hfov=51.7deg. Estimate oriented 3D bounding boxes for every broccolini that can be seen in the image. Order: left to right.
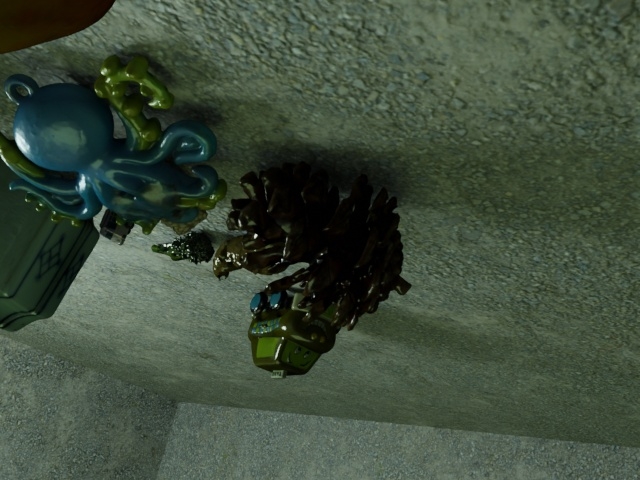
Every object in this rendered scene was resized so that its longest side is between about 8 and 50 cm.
[{"bbox_3d":[-0.302,0.028,1.418,0.091,0.068,0.203,7,166,-40],"label":"broccolini"}]

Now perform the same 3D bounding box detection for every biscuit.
[{"bbox_3d":[-0.265,-0.078,1.146,0.070,0.082,0.168,42,173,33],"label":"biscuit"}]

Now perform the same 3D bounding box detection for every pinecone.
[{"bbox_3d":[0.000,0.000,0.996,0.309,0.244,0.244,26,157,5],"label":"pinecone"}]

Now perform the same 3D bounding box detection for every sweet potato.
[{"bbox_3d":[-0.115,0.017,1.260,0.124,0.098,0.310,28,150,-15],"label":"sweet potato"}]

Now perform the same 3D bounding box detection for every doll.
[{"bbox_3d":[-0.313,-0.133,0.987,0.346,0.098,0.341,-24,134,29],"label":"doll"}]

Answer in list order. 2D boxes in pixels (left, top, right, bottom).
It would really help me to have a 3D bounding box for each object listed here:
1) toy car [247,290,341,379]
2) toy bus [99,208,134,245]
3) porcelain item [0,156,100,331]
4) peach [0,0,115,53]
[{"bbox_3d":[-0.074,0.243,1.615,0.204,0.198,0.248,29,151,-31],"label":"toy car"},{"bbox_3d":[-0.373,-0.048,1.234,0.058,0.102,0.052,24,154,-18],"label":"toy bus"},{"bbox_3d":[-0.566,0.001,1.177,0.281,0.285,0.157,18,161,19],"label":"porcelain item"},{"bbox_3d":[-0.291,-0.276,0.465,0.332,0.307,0.308,18,162,32],"label":"peach"}]
